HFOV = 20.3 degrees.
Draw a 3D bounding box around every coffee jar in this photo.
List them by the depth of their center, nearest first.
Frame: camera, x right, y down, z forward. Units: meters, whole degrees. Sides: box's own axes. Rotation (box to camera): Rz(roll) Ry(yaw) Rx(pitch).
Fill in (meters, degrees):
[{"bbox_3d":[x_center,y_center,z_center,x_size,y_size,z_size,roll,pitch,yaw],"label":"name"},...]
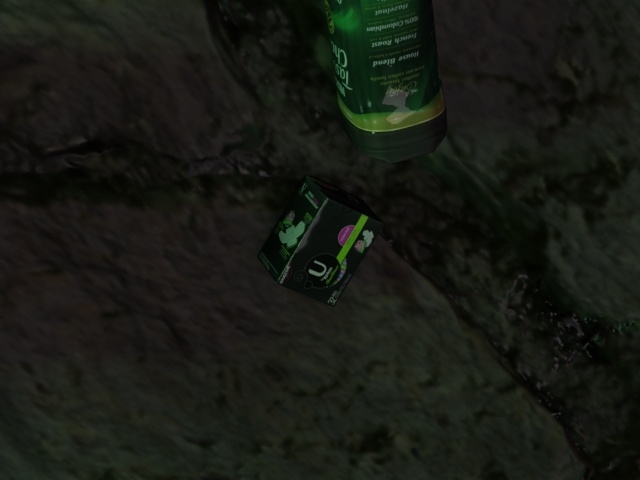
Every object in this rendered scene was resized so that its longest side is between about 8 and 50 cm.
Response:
[{"bbox_3d":[0.047,-0.156,1.378,0.079,0.096,0.184,-16,119,-11],"label":"coffee jar"}]

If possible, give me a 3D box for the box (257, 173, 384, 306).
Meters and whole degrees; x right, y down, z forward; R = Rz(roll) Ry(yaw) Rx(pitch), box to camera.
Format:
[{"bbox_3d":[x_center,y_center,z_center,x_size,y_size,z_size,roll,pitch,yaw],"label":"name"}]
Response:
[{"bbox_3d":[0.000,0.000,1.462,0.062,0.052,0.083,23,106,-30],"label":"box"}]
